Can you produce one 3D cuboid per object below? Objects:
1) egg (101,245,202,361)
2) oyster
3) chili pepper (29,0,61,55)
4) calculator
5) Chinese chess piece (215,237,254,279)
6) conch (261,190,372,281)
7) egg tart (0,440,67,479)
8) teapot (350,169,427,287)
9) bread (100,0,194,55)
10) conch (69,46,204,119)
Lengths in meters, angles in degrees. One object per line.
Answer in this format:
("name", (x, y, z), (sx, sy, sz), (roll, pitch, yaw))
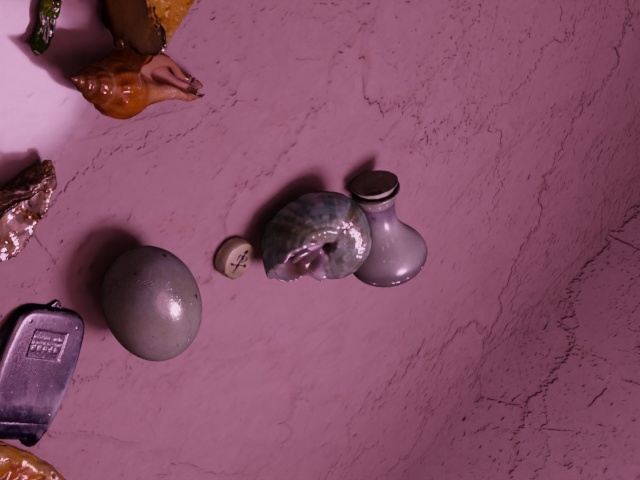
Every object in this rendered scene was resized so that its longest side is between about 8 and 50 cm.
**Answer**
("egg", (-0.292, 0.109, 1.597), (0.169, 0.169, 0.236), (-37, 138, -28))
("oyster", (-0.452, -0.045, 1.369), (0.177, 0.056, 0.105), (-58, 159, 3))
("chili pepper", (-0.381, -0.301, 1.274), (0.030, 0.034, 0.091), (17, 107, -22))
("calculator", (-0.490, 0.225, 1.548), (0.177, 0.040, 0.268), (18, 91, -56))
("Chinese chess piece", (-0.169, 0.035, 1.817), (0.084, 0.034, 0.084), (-33, 140, -34))
("conch", (0.000, 0.000, 1.896), (0.220, 0.195, 0.277), (-53, 171, 13))
("egg tart", (-0.552, 0.531, 1.535), (0.169, 0.388, 0.388), (-21, 158, 26))
("teapot", (0.139, -0.027, 2.055), (0.183, 0.183, 0.251), (-35, 129, -30))
("bread", (-0.255, -0.351, 1.287), (0.169, 0.140, 0.160), (27, 84, -53))
("conch", (-0.279, -0.243, 1.410), (0.330, 0.093, 0.109), (-23, 122, -69))
